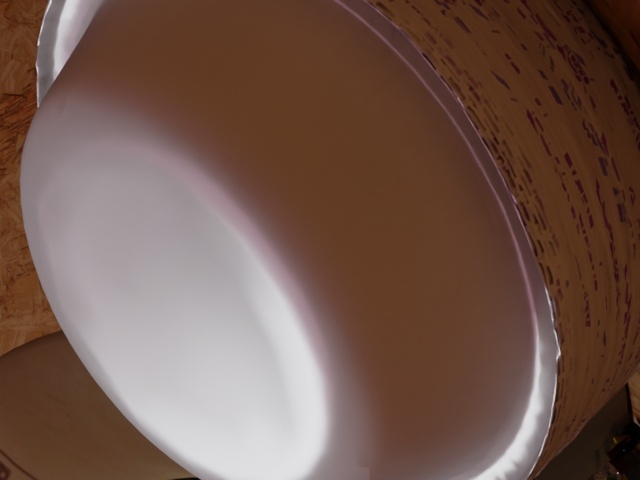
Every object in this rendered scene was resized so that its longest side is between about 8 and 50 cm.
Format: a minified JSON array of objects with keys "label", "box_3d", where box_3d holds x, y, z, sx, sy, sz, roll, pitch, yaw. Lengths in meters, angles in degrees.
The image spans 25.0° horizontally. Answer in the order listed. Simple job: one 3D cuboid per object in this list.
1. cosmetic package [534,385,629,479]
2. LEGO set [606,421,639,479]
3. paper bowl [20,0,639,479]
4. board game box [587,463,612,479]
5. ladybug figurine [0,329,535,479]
[{"label":"cosmetic package","box_3d":[0.069,0.180,1.047,0.113,0.309,0.160,50,176,27]},{"label":"LEGO set","box_3d":[0.246,0.307,0.969,0.331,0.192,0.255,51,176,26]},{"label":"paper bowl","box_3d":[-0.012,-0.005,0.601,0.284,0.148,0.284,28,137,30]},{"label":"board game box","box_3d":[0.142,0.232,1.274,0.141,0.232,0.291,52,176,3]},{"label":"ladybug figurine","box_3d":[-0.019,0.192,0.836,0.449,0.305,0.162,31,-158,-2]}]
